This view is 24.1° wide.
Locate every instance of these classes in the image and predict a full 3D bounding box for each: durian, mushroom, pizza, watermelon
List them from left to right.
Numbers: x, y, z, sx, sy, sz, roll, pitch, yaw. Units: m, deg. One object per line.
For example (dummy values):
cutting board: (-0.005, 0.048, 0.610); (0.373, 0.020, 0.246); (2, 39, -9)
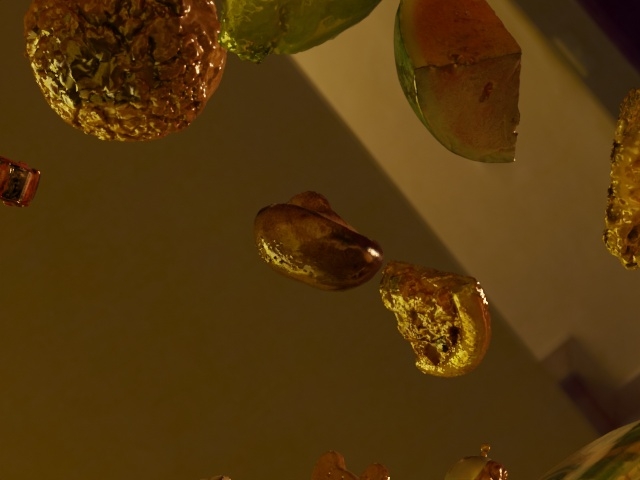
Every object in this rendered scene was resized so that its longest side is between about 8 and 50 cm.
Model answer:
durian: (-0.020, -0.383, 2.127); (0.339, 0.204, 0.256); (-30, 11, -9)
mushroom: (0.000, 0.000, 1.373); (0.127, 0.127, 0.087); (32, -106, -80)
pizza: (0.154, 0.106, 2.124); (0.058, 0.197, 0.292); (-40, -11, -25)
watermelon: (0.188, -0.262, 2.129); (0.176, 0.260, 0.256); (-37, -29, 12)
pizza: (0.533, -0.189, 2.089); (0.392, 0.080, 0.435); (-49, -22, -18)

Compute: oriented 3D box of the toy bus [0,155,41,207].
toy bus: (-0.458, -0.094, 2.022); (0.235, 0.096, 0.073); (17, 89, 57)

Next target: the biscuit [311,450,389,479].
biscuit: (0.044, 0.351, 1.870); (0.240, 0.035, 0.158); (14, 82, 61)

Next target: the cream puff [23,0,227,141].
cream puff: (-0.322, -0.306, 2.344); (0.327, 0.343, 0.231); (-58, -5, 36)

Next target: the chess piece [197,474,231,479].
chess piece: (-0.214, 0.358, 1.946); (0.200, 0.090, 0.090); (-8, -5, 11)

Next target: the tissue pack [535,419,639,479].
tissue pack: (0.203, 0.303, 1.371); (0.311, 0.128, 0.228); (-32, -7, -29)

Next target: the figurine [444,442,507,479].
figurine: (0.155, 0.304, 1.722); (0.143, 0.068, 0.101); (-50, -17, 20)
